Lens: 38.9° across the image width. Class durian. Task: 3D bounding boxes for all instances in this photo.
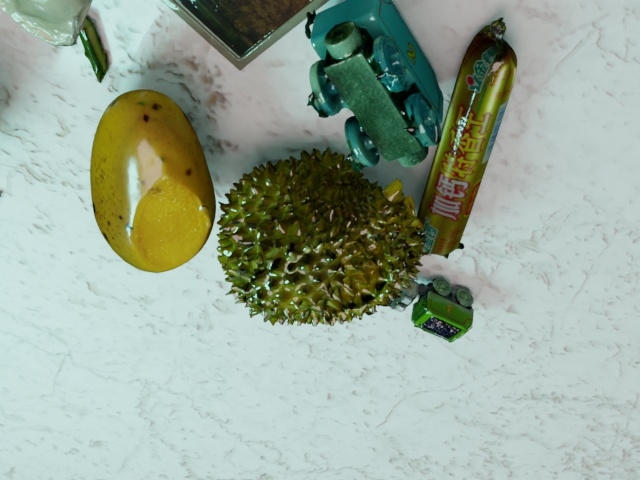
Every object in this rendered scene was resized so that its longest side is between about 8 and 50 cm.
[{"bbox_3d":[0.000,0.009,1.251,0.293,0.258,0.258,-5,135,3],"label":"durian"}]

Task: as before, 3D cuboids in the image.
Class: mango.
[{"bbox_3d":[-0.232,-0.090,1.229,0.160,0.191,0.290,-15,143,-19],"label":"mango"}]

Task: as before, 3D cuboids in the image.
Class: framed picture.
[{"bbox_3d":[-0.127,-0.330,1.075,0.184,0.016,0.250,-28,124,36],"label":"framed picture"}]

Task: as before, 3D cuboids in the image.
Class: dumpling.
[{"bbox_3d":[-0.331,-0.327,1.064,0.136,0.118,0.199,19,119,7],"label":"dumpling"}]

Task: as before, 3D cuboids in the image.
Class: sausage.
[{"bbox_3d":[0.190,-0.125,1.170,0.082,0.082,0.371,11,137,2],"label":"sausage"}]

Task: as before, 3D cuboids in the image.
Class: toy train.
[{"bbox_3d":[0.147,0.087,1.400,0.202,0.081,0.060,25,137,-12],"label":"toy train"},{"bbox_3d":[0.067,-0.188,1.069,0.112,0.163,0.203,-16,131,25],"label":"toy train"}]

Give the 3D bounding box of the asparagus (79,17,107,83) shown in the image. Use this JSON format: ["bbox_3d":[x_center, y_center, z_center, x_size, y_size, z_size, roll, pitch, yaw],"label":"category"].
[{"bbox_3d":[-0.300,-0.250,1.197,0.021,0.025,0.108,19,144,23],"label":"asparagus"}]
